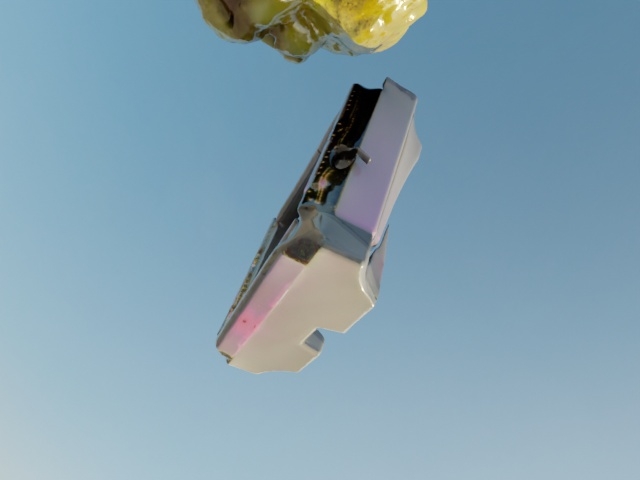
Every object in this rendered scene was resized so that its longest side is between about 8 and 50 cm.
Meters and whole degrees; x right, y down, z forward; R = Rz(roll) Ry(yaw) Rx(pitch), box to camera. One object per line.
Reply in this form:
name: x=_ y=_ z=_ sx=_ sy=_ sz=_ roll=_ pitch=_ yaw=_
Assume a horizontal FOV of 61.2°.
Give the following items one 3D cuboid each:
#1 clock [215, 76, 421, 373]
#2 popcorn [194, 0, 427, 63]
clock: x=0.000 y=0.000 z=0.472 sx=0.083 sy=0.186 sz=0.253 roll=27 pitch=-37 yaw=-8
popcorn: x=-0.008 y=-0.243 z=0.411 sx=0.226 sy=0.203 sz=0.200 roll=53 pitch=-58 yaw=26
